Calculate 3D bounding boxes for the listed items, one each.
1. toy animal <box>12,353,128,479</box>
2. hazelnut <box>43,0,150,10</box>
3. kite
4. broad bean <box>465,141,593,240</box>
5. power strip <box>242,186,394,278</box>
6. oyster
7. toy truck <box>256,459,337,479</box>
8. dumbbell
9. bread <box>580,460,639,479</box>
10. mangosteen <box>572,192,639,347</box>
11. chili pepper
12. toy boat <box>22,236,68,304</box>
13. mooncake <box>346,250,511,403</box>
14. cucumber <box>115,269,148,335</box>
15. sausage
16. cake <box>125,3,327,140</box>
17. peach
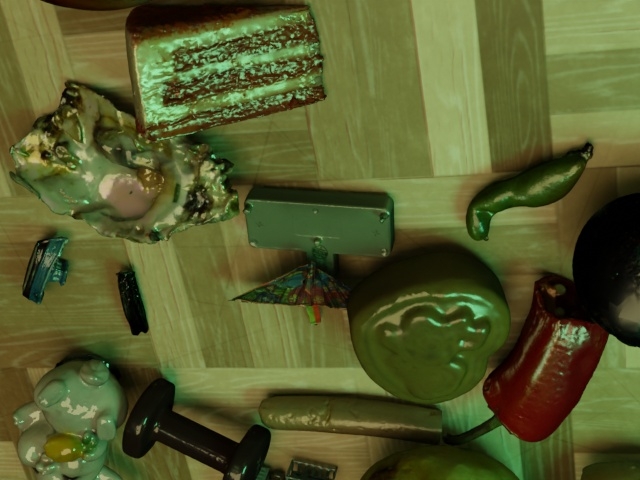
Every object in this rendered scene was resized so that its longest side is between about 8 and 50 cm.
[{"bbox_3d":[-0.411,0.335,1.875,0.208,0.154,0.325,-1,127,9],"label":"toy animal"},{"bbox_3d":[-0.240,-0.455,1.243,0.359,0.359,0.409,9,131,10],"label":"hazelnut"},{"bbox_3d":[-0.023,0.079,1.656,0.241,0.014,0.183,0,147,7],"label":"kite"},{"bbox_3d":[0.281,-0.067,1.507,0.213,0.048,0.070,-34,107,30],"label":"broad bean"},{"bbox_3d":[0.000,0.000,1.616,0.216,0.061,0.145,4,126,13],"label":"power strip"},{"bbox_3d":[-0.277,-0.095,1.620,0.354,0.107,0.201,25,104,13],"label":"oyster"},{"bbox_3d":[-0.065,0.430,1.883,0.178,0.080,0.115,10,117,8],"label":"toy truck"},{"bbox_3d":[-0.202,0.328,1.809,0.225,0.124,0.140,25,136,9],"label":"dumbbell"},{"bbox_3d":[0.540,0.467,1.671,0.314,0.171,0.192,47,144,-19],"label":"bread"},{"bbox_3d":[0.446,0.030,1.435,0.243,0.243,0.243,7,122,11],"label":"mangosteen"},{"bbox_3d":[0.311,0.220,1.621,0.131,0.134,0.338,11,122,-18],"label":"chili pepper"},{"bbox_3d":[-0.432,0.045,1.762,0.061,0.060,0.137,10,125,-22],"label":"toy boat"},{"bbox_3d":[0.149,0.127,1.600,0.235,0.117,0.235,-2,127,-2],"label":"mooncake"},{"bbox_3d":[-0.301,0.100,1.772,0.033,0.034,0.135,-2,120,10],"label":"cucumber"},{"bbox_3d":[0.047,0.284,1.776,0.301,0.066,0.066,2,121,11],"label":"sausage"},{"bbox_3d":[-0.137,-0.225,1.457,0.262,0.159,0.158,-1,117,13],"label":"cake"},{"bbox_3d":[0.194,0.468,1.705,0.314,0.281,0.315,0,133,17],"label":"peach"}]
